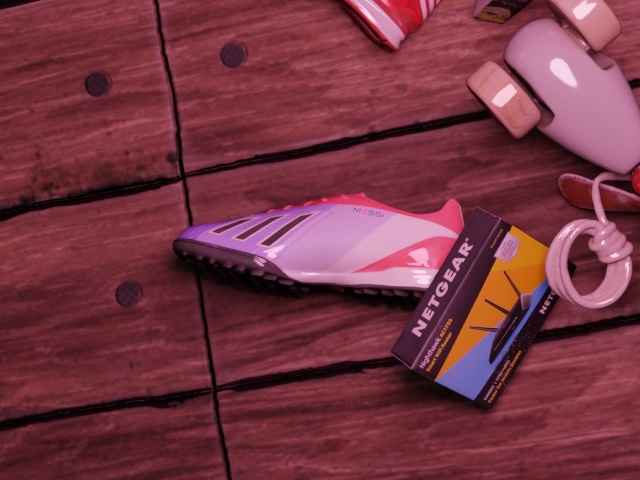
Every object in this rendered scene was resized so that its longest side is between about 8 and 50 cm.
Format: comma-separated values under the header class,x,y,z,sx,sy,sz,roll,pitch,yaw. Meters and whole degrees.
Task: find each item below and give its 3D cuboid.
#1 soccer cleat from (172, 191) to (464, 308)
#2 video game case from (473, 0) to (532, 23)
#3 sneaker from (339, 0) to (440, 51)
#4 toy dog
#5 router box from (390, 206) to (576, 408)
class,x,y,z,sx,sy,sz,roll,pitch,yaw
soccer cleat,0.000,0.000,1.576,0.318,0.108,0.116,6,76,11
video game case,0.213,-0.356,1.500,0.042,0.210,0.232,10,88,-5
sneaker,0.049,-0.326,1.584,0.128,0.087,0.221,-43,111,-5
toy dog,0.287,-0.114,1.496,0.220,0.161,0.333,-22,103,6
router box,0.170,0.072,1.511,0.046,0.133,0.179,33,94,53
